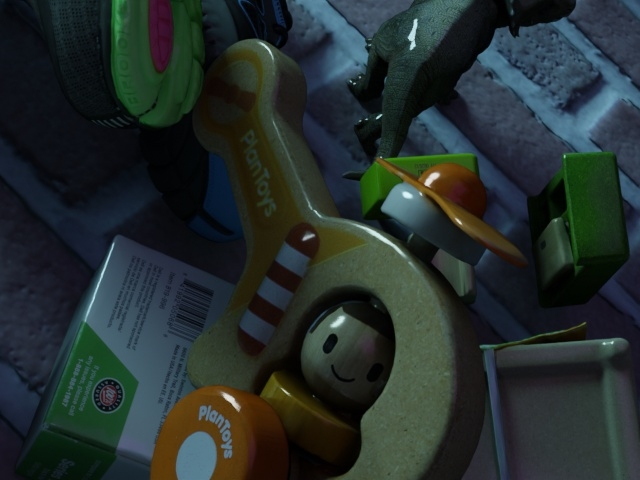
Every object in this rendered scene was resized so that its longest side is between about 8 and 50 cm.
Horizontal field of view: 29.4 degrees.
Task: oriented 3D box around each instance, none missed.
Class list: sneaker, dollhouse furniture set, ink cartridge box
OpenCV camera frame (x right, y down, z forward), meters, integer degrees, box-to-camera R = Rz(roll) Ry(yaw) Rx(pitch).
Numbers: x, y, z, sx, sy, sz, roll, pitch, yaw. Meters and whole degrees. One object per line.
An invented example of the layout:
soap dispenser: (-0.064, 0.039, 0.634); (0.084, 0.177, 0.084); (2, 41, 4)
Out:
sneaker: (-0.228, -0.236, 0.842); (0.202, 0.185, 0.483); (-31, 60, -5)
dollhouse furniture set: (0.134, 0.095, 0.942); (0.197, 0.151, 0.302); (-4, 76, -3)
ink cartridge box: (-0.073, 0.112, 0.807); (0.208, 0.087, 0.153); (25, 51, -13)
sneaker: (-0.073, -0.157, 0.964); (0.139, 0.125, 0.341); (6, 60, -37)

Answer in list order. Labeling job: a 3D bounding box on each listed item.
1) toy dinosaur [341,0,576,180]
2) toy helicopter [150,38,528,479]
toy dinosaur: (0.093, -0.166, 1.035); (0.121, 0.160, 0.313); (47, 49, 7)
toy helicopter: (0.000, 0.000, 0.722); (0.140, 0.235, 0.355); (22, 37, -42)
